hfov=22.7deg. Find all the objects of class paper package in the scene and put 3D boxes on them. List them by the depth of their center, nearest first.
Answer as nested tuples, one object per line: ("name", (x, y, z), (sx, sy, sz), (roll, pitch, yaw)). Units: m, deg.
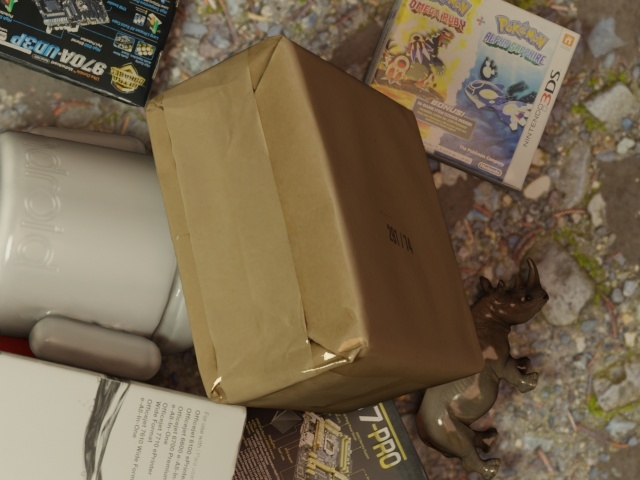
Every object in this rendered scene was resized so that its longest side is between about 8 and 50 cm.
("paper package", (0.000, 0.000, 1.522), (0.168, 0.325, 0.309), (-19, 74, 21))

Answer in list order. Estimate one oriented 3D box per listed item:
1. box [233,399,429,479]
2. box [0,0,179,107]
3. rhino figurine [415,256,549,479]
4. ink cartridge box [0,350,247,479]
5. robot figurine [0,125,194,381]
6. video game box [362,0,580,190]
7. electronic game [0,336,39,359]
("box", (-0.010, 0.360, 1.662), (0.318, 0.097, 0.395), (-24, 81, -7))
("box", (-0.253, -0.251, 1.617), (0.220, 0.051, 0.175), (18, 89, -30))
("rhino figurine", (0.183, 0.131, 1.746), (0.106, 0.073, 0.243), (24, 87, -14))
("ink cartridge box", (-0.254, 0.180, 1.475), (0.307, 0.223, 0.129), (15, 79, -23))
("robot figurine", (-0.226, 0.007, 1.578), (0.353, 0.200, 0.300), (9, 52, -23))
("video game box", (0.157, -0.176, 1.737), (0.205, 0.048, 0.187), (21, 87, -12))
("electronic game", (-0.346, 0.189, 1.583), (0.229, 0.048, 0.229), (3, 84, -31))
